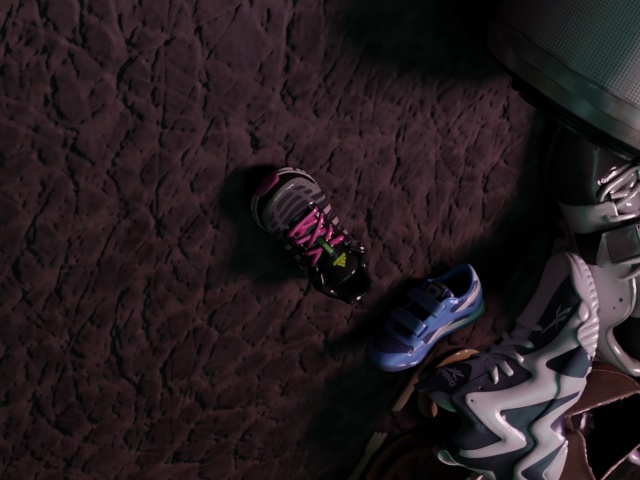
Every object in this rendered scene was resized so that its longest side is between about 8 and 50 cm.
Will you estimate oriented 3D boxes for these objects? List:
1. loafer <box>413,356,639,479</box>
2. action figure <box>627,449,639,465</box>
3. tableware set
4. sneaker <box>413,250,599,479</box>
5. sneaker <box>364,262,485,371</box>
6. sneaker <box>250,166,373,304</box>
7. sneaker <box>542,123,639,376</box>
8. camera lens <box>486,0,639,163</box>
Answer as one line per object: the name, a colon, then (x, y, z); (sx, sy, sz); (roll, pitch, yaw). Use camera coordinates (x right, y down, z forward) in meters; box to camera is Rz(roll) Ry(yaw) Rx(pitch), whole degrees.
loafer: (0.219, 0.233, 1.896); (0.366, 0.130, 0.133); (-41, 121, -33)
action figure: (0.560, 0.190, 2.038); (0.276, 0.370, 0.248); (-40, 154, -33)
tableware set: (0.114, 0.198, 1.907); (0.128, 0.039, 0.194); (12, 114, -47)
sneaker: (0.170, 0.118, 1.788); (0.153, 0.094, 0.235); (9, 103, -17)
sneaker: (0.097, 0.070, 1.774); (0.144, 0.053, 0.059); (-36, 145, -28)
sneaker: (0.000, 0.000, 1.606); (0.063, 0.075, 0.170); (-42, 141, -6)
sneaker: (0.302, -0.005, 1.827); (0.122, 0.146, 0.330); (-28, 136, -20)
camera lens: (0.287, -0.216, 1.571); (0.219, 0.219, 0.274); (14, 112, -47)
